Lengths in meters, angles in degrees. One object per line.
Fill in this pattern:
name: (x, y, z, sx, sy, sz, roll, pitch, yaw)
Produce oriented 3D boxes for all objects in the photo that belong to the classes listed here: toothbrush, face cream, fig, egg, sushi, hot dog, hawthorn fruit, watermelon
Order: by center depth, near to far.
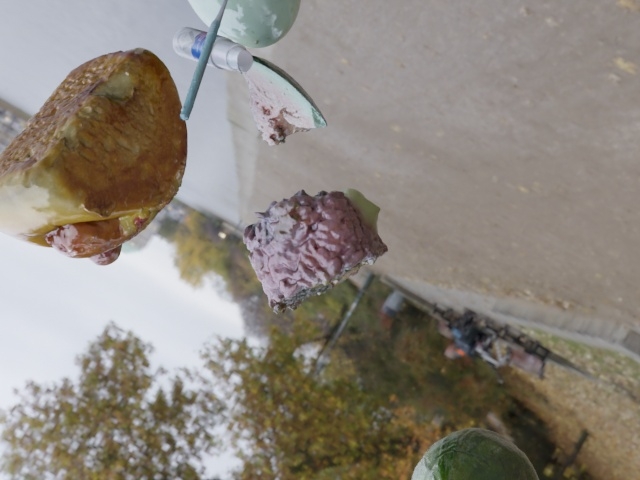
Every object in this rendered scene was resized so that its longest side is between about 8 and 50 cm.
toothbrush: (-0.098, -0.178, 0.765, 0.014, 0.167, 0.011, 27, 155, -30)
face cream: (-0.110, -0.196, 0.907, 0.034, 0.034, 0.130, 32, 179, -41)
hot dog: (-0.232, -0.078, 0.927, 0.150, 0.256, 0.153, -8, 131, 32)
egg: (-0.101, -0.337, 1.104, 0.149, 0.149, 0.192, 25, 144, 59)
watermelon: (-0.046, -0.180, 1.125, 0.101, 0.080, 0.155, 33, 154, 54)
fig: (0.229, 0.377, 1.328, 0.203, 0.203, 0.235, 29, 171, 25)
hawthorn fruit: (-0.365, 0.005, 1.454, 0.067, 0.066, 0.103, 30, 168, 0)
sushi: (0.000, 0.000, 1.529, 0.170, 0.236, 0.270, 61, -162, 8)
